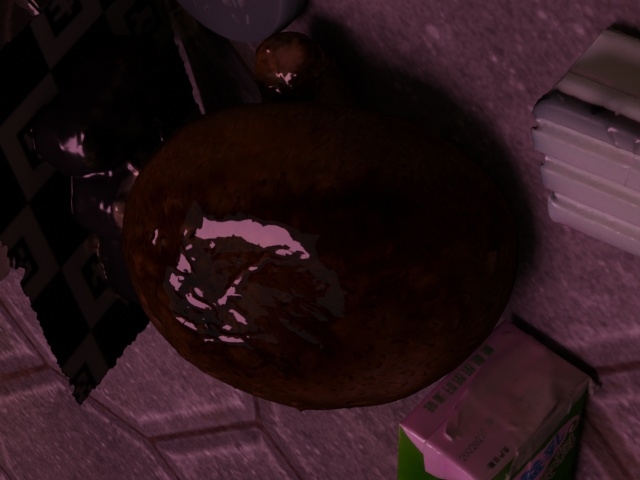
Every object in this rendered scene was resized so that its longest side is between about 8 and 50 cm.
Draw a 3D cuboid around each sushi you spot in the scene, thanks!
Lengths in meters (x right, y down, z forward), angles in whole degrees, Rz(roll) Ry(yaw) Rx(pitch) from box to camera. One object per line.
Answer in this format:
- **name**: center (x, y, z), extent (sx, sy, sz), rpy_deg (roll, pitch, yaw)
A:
- **sushi**: center (-0.163, -0.057, 1.786), extent (0.100, 0.296, 0.373), rpy_deg (13, 138, 32)

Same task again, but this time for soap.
- **soap**: center (0.282, -0.043, 1.373), extent (0.261, 0.094, 0.150), rpy_deg (26, 150, 34)

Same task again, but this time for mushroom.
- **mushroom**: center (-0.008, 0.017, 1.679), extent (0.345, 0.239, 0.345), rpy_deg (28, 138, 28)

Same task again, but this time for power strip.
- **power strip**: center (-0.087, -0.240, 1.700), extent (0.216, 0.044, 0.137), rpy_deg (7, 132, 51)

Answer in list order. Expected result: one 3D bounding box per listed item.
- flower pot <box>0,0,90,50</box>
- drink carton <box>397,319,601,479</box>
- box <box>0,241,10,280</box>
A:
- **flower pot**: center (-0.258, -0.211, 1.878), extent (0.235, 0.140, 0.235), rpy_deg (33, 147, 25)
- **drink carton**: center (0.159, 0.218, 1.796), extent (0.108, 0.161, 0.271), rpy_deg (35, 151, 24)
- **box**: center (-0.491, -0.053, 2.407), extent (0.173, 0.145, 0.333), rpy_deg (39, 150, 14)
